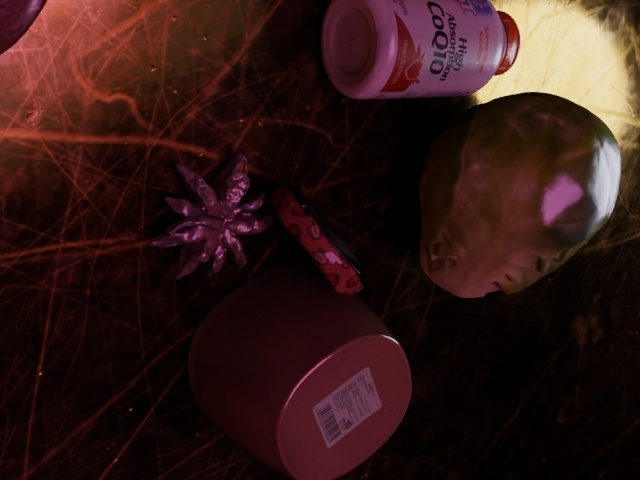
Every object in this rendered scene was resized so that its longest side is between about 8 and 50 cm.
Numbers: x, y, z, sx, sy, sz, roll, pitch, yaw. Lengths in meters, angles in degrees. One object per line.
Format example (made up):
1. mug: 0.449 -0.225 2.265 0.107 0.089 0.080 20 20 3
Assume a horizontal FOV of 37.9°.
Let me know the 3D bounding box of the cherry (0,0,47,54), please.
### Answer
1. cherry: -0.353 -0.285 0.895 0.202 0.230 0.300 19 126 -23

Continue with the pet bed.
1. pet bed: 0.000 0.000 1.331 0.053 0.201 0.201 -38 131 1

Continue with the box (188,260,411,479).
1. box: -0.023 0.205 1.391 0.300 0.216 0.301 -16 120 -30

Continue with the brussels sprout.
1. brussels sprout: 0.297 -0.068 1.475 0.289 0.281 0.355 -18 143 -60

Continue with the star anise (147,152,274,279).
1. star anise: -0.139 -0.028 1.290 0.182 0.065 0.195 15 97 -42

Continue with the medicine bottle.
1. medicine bottle: 0.155 -0.284 1.337 0.288 0.157 0.157 -8 115 -35
